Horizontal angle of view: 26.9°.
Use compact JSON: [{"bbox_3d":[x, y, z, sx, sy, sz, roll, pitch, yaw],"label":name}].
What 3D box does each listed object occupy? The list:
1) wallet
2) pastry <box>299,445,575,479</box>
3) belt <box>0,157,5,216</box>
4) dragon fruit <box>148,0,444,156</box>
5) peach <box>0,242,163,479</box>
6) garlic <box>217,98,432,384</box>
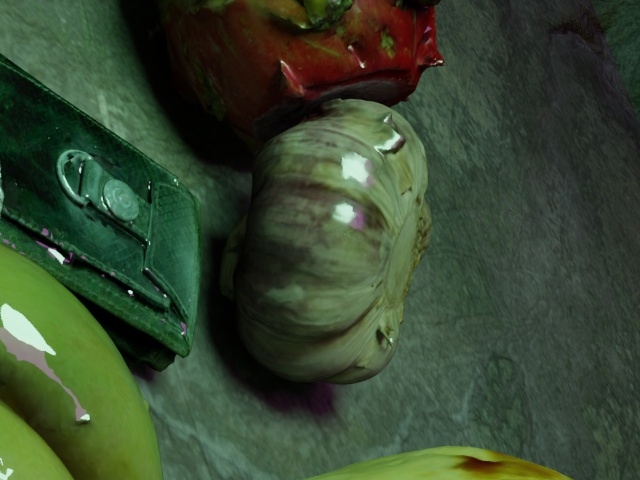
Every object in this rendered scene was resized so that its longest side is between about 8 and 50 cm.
[{"bbox_3d":[-0.173,-0.026,0.922,0.236,0.055,0.160,38,40,-38],"label":"wallet"},{"bbox_3d":[0.092,0.300,0.794,0.388,0.313,0.388,37,36,-33],"label":"pastry"},{"bbox_3d":[-0.264,-0.060,0.746,0.151,0.078,0.198,-33,90,-49],"label":"belt"},{"bbox_3d":[-0.028,-0.240,1.154,0.269,0.250,0.291,126,-50,-72],"label":"dragon fruit"},{"bbox_3d":[-0.187,0.135,0.533,0.247,0.292,0.292,4,47,-8],"label":"peach"},{"bbox_3d":[0.000,0.000,1.095,0.245,0.160,0.245,12,90,-68],"label":"garlic"}]
